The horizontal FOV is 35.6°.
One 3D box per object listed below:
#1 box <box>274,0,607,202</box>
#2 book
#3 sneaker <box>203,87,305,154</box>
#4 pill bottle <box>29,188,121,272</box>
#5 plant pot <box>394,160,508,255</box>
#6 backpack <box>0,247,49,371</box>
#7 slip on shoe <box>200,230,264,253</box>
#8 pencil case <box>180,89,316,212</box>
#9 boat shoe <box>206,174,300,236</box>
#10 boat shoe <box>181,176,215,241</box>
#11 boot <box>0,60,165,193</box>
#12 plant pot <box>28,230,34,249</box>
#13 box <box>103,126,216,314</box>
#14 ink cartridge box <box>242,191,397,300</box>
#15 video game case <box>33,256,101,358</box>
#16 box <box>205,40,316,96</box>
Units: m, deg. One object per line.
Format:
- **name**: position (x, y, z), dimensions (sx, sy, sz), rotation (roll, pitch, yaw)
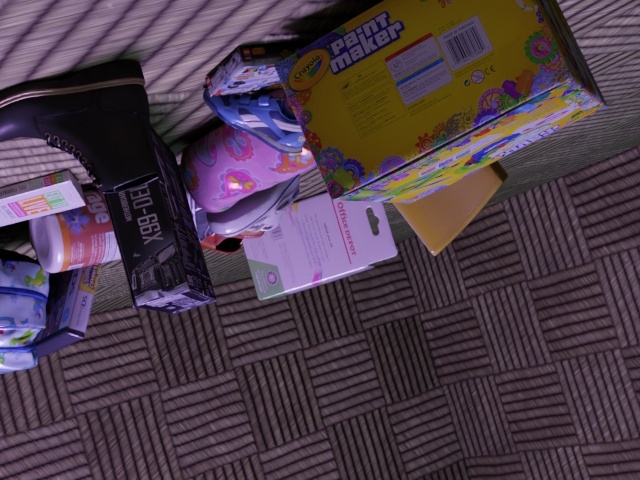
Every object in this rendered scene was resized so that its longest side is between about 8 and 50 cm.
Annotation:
- **box**: position (0.152, -0.180, 1.173), dimensions (0.290, 0.177, 0.279), rotation (-26, 171, 21)
- **book**: position (-0.433, -0.063, 1.480), dimensions (0.144, 0.035, 0.096), rotation (-16, 165, -5)
- **sneaker**: position (-0.077, -0.163, 1.251), dimensions (0.059, 0.144, 0.053), rotation (-61, -174, 26)
- **pill bottle**: position (-0.352, -0.026, 1.622), dimensions (0.216, 0.121, 0.121), rotation (-14, 173, -33)
- **plant pot**: position (0.249, -0.121, 1.963), dimensions (0.187, 0.212, 0.212), rotation (-37, 178, 18)
- **backpack**: position (-0.590, 0.118, 1.657), dimensions (0.290, 0.273, 0.355), rotation (16, 147, -38)
- **slip on shoe**: position (-0.224, -0.015, 2.189), dimensions (0.123, 0.101, 0.331), rotation (-15, 175, -36)
- **pencil case**: position (-0.086, -0.133, 1.415), dimensions (0.124, 0.124, 0.284), rotation (-12, 173, -40)
- **boat shoe**: position (-0.101, -0.057, 1.634), dimensions (0.096, 0.088, 0.267), rotation (0, -154, 19)
- **boat shoe**: position (-0.195, -0.056, 1.764), dimensions (0.102, 0.108, 0.301), rotation (0, 170, -3)
- **boot**: position (-0.273, -0.101, 1.068), dimensions (0.197, 0.137, 0.077), rotation (-17, 174, 5)
- **plant pot**: position (-0.471, -0.008, 1.723), dimensions (0.083, 0.083, 0.079), rotation (-13, -174, -30)
- **box**: position (-0.227, -0.026, 1.386), dimensions (0.076, 0.243, 0.307), rotation (-17, 175, -1)
- **ink cartridge box**: position (0.000, 0.000, 2.414), dimensions (0.353, 0.207, 0.119), rotation (-17, 173, 9)
- **video game case**: position (-0.461, 0.079, 1.764), dimensions (0.035, 0.248, 0.275), rotation (23, 152, -30)
- **box**: position (-0.058, -0.208, 1.200), dimensions (0.137, 0.027, 0.094), rotation (-13, 172, -35)
